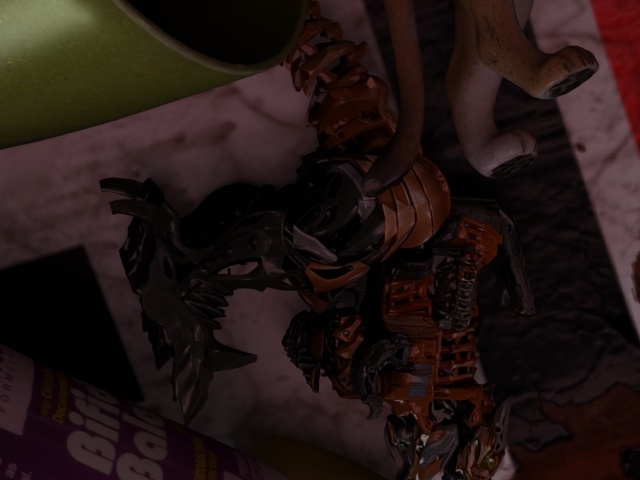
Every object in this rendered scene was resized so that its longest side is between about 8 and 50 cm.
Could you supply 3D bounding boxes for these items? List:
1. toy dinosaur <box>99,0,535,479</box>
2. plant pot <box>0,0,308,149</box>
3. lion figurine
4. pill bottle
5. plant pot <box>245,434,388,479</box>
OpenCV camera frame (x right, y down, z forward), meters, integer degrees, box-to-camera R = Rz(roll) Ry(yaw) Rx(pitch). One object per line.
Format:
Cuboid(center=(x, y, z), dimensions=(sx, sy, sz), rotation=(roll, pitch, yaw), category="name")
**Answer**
Cuboid(center=(0.000, 0.000, 1.031), dimensions=(0.218, 0.164, 0.322), rotation=(-19, 80, -7), category="toy dinosaur")
Cuboid(center=(-0.203, -0.150, 0.913), dimensions=(0.293, 0.275, 0.274), rotation=(-24, 110, 26), category="plant pot")
Cuboid(center=(0.141, -0.207, 0.900), dimensions=(0.392, 0.142, 0.240), rotation=(-30, 75, 16), category="lion figurine")
Cuboid(center=(-0.171, 0.141, 0.940), dimensions=(0.301, 0.169, 0.169), rotation=(26, 110, -19), category="pill bottle")
Cuboid(center=(-0.018, 0.173, 1.096), dimensions=(0.095, 0.134, 0.134), rotation=(45, 107, 10), category="plant pot")
